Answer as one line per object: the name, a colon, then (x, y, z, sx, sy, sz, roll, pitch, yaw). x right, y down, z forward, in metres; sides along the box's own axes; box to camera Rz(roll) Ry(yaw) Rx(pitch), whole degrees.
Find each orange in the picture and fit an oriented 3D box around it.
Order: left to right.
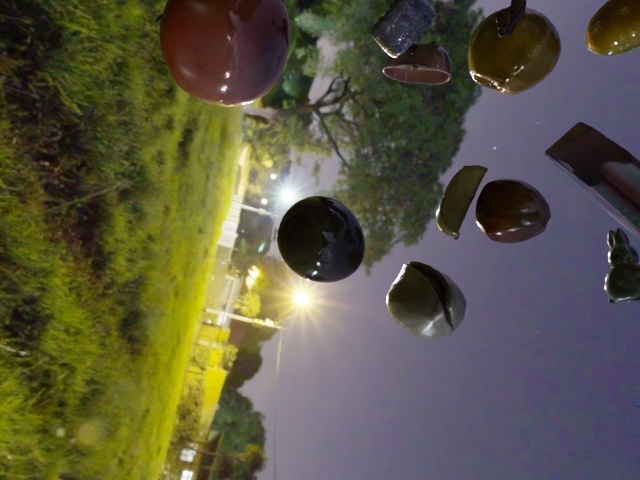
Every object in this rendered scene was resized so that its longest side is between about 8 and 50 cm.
orange: (0.602, -0.590, 1.451, 0.235, 0.279, 0.279, -62, -170, 1)
orange: (0.923, -0.640, 1.347, 0.158, 0.237, 0.179, 56, 40, -63)

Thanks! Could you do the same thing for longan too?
longan: (0.000, 0.000, 1.324, 0.258, 0.258, 0.258, -164, -90, -80)

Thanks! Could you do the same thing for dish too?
dish: (0.300, -0.546, 1.397, 0.213, 0.213, 0.090, -136, -126, -79)

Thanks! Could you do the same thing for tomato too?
tomato: (-0.178, -0.386, 0.880, 0.256, 0.224, 0.256, -60, 168, -22)

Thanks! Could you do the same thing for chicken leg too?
chicken leg: (0.468, -0.569, 1.115, 0.037, 0.062, 0.145, -27, 139, -74)

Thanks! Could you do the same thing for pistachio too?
pistachio: (0.302, 0.170, 1.302, 0.332, 0.207, 0.226, -153, -132, -84)

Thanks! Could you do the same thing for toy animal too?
toy animal: (0.935, 0.080, 1.420, 0.108, 0.138, 0.236, 3, 69, -64)

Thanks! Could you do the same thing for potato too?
potato: (0.443, -0.129, 1.479, 0.243, 0.098, 0.138, -66, 166, 1)

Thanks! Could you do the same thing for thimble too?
thimble: (0.204, -0.542, 1.144, 0.150, 0.098, 0.150, -46, -164, 17)

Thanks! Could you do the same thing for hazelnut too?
hazelnut: (0.572, -0.080, 1.385, 0.210, 0.186, 0.210, -25, 90, -88)

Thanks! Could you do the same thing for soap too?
soap: (0.665, -0.127, 1.030, 0.109, 0.324, 0.193, -48, 161, 19)
